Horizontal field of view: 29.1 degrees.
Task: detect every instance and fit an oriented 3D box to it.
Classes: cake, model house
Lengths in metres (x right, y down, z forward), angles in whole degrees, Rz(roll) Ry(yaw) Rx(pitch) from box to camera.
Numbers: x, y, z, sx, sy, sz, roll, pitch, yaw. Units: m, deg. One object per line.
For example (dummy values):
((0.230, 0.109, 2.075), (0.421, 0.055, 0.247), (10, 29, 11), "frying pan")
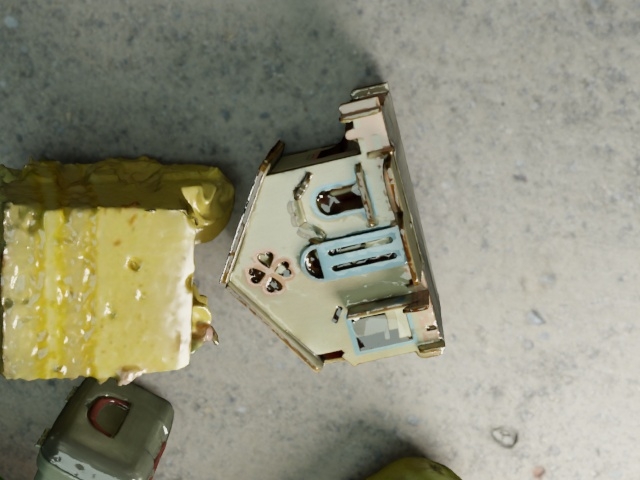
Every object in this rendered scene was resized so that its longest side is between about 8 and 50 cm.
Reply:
((-0.242, 0.024, 1.470), (0.286, 0.222, 0.227), (0, 112, -16), "cake")
((0.000, 0.000, 1.473), (0.244, 0.169, 0.326), (-11, 109, 13), "model house")

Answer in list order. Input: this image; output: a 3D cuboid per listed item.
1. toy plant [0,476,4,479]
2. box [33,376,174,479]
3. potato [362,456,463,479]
((-0.423, 0.404, 1.529), (0.316, 0.224, 0.184), (29, 135, 20), "toy plant")
((-0.284, 0.275, 1.585), (0.148, 0.210, 0.129), (28, 114, -4), "box")
((0.077, 0.371, 1.623), (0.272, 0.160, 0.111), (-51, 55, 18), "potato")
